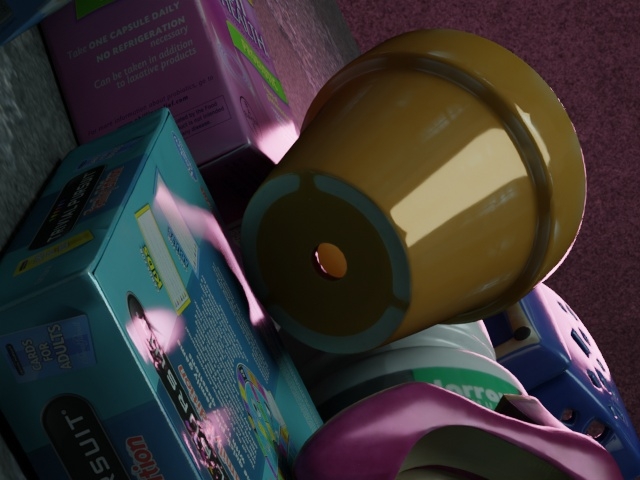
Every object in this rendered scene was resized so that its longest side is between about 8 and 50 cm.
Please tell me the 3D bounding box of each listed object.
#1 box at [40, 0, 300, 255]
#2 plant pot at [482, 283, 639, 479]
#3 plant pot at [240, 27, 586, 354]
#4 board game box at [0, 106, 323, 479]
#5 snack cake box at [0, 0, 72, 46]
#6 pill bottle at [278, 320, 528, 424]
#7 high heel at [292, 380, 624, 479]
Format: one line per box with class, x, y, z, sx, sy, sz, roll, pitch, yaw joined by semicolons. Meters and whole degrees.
box;-0.107;-0.121;1.353;0.243;0.117;0.213;69;10;20
plant pot;0.175;0.156;1.905;0.212;0.236;0.236;55;11;-35
plant pot;0.048;-0.019;1.219;0.188;0.205;0.205;-35;102;-51
board game box;-0.087;0.087;1.061;0.336;0.079;0.254;-83;148;-72
snack cake box;-0.117;-0.233;1.135;0.089;0.152;0.264;52;38;-6
pill bottle;0.076;0.207;1.292;0.204;0.204;0.361;57;13;-46
high heel;0.095;0.153;1.130;0.244;0.082;0.117;7;30;-47
